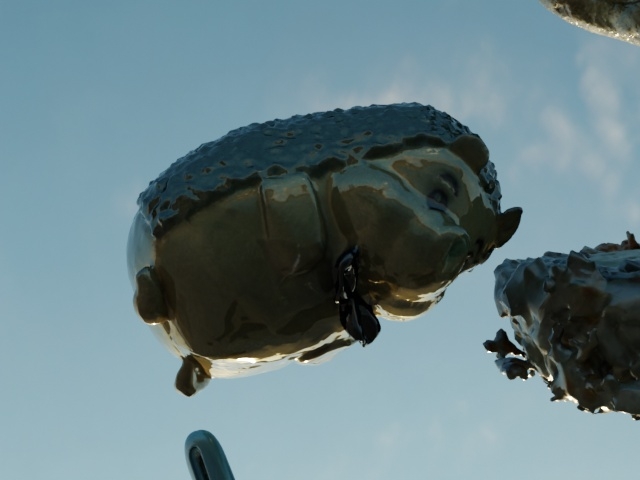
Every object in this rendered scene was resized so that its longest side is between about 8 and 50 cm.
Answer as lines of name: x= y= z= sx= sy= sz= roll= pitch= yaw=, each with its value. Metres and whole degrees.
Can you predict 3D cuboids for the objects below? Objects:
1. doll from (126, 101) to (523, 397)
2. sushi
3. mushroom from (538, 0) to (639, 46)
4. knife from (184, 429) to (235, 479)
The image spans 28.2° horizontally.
doll: x=0.000 y=0.000 z=1.144 sx=0.349 sy=0.247 sz=0.247 roll=-24 pitch=-51 yaw=-5
sushi: x=0.357 y=0.059 z=1.261 sx=0.417 sy=0.417 sz=0.176 roll=-11 pitch=-82 yaw=10
mushroom: x=0.333 y=-0.274 z=1.284 sx=0.217 sy=0.292 sz=0.212 roll=58 pitch=-39 yaw=7
knife: x=-0.082 y=0.279 z=1.159 sx=0.031 sy=0.222 sz=0.064 roll=-5 pitch=-21 yaw=-43
